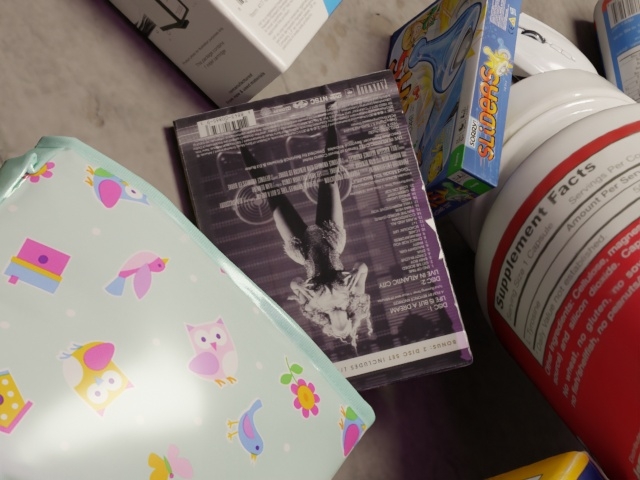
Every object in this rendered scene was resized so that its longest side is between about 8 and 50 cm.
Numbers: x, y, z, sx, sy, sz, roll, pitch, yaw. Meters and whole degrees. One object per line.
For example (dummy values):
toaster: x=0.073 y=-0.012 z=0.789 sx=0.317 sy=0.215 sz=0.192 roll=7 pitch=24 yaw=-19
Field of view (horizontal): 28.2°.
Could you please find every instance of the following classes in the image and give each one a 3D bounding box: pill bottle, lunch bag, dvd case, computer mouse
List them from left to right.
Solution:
lunch bag: x=-0.134 y=0.095 z=0.728 sx=0.262 sy=0.160 sz=0.223 roll=49 pitch=51 yaw=-16
dvd case: x=0.000 y=0.000 z=0.901 sx=0.164 sy=0.018 sz=0.221 roll=-14 pitch=77 yaw=-4
computer mouse: x=0.200 y=-0.175 z=1.160 sx=0.193 sy=0.042 sz=0.106 roll=42 pitch=51 yaw=-15
pill bottle: x=0.332 y=-0.130 z=1.186 sx=0.124 sy=0.124 sz=0.222 roll=6 pitch=68 yaw=-34
pill bottle: x=0.251 y=0.049 z=0.884 sx=0.229 sy=0.229 sz=0.408 roll=11 pitch=28 yaw=-32

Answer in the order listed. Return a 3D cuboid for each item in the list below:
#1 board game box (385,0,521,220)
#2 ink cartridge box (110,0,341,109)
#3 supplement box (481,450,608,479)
board game box: x=0.093 y=-0.107 z=0.992 sx=0.035 sy=0.136 sz=0.201 roll=26 pitch=57 yaw=-24
ink cartridge box: x=-0.085 y=-0.219 z=0.942 sx=0.203 sy=0.086 sz=0.148 roll=44 pitch=51 yaw=-12
supplement box: x=0.064 y=0.321 z=0.751 sx=0.195 sy=0.194 sz=0.356 roll=53 pitch=50 yaw=-6
